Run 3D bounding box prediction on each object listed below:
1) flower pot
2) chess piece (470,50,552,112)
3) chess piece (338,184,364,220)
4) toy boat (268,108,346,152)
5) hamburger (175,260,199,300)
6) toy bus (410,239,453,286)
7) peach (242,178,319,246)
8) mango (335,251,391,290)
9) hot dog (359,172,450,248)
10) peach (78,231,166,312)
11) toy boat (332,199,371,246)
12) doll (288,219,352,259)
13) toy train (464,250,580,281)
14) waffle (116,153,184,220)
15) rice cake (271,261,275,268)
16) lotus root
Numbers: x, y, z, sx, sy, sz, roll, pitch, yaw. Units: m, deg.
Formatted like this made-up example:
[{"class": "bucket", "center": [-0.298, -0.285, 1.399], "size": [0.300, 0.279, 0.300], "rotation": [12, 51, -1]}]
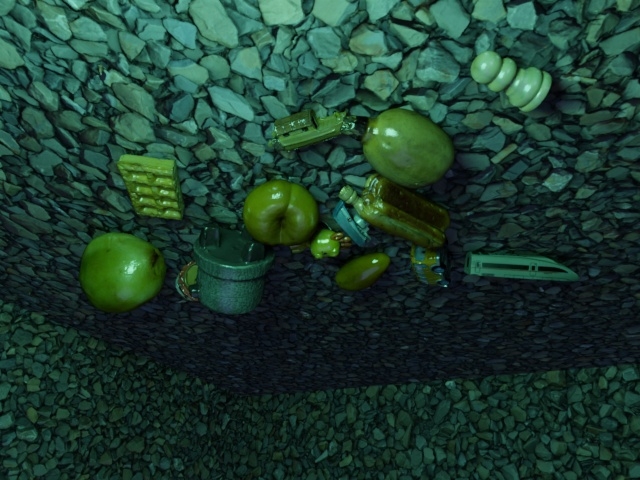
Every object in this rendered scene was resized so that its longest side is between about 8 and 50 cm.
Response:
[{"class": "flower pot", "center": [-0.318, 0.070, 1.683], "size": [0.298, 0.299, 0.283], "rotation": [10, 117, -8]}, {"class": "chess piece", "center": [0.411, -0.357, 1.066], "size": [0.170, 0.094, 0.094], "rotation": [18, 146, -14]}, {"class": "chess piece", "center": [0.115, -0.119, 1.503], "size": [0.122, 0.066, 0.066], "rotation": [37, 139, -19]}, {"class": "toy boat", "center": [-0.037, -0.293, 1.250], "size": [0.225, 0.068, 0.088], "rotation": [-10, 137, 24]}, {"class": "hamburger", "center": [-0.519, 0.172, 1.984], "size": [0.175, 0.176, 0.136], "rotation": [28, 148, -33]}, {"class": "toy bus", "center": [0.397, 0.076, 1.738], "size": [0.136, 0.126, 0.209], "rotation": [0, 149, 25]}, {"class": "peach", "center": [-0.122, -0.084, 1.521], "size": [0.250, 0.153, 0.251], "rotation": [0, 146, 0]}, {"class": "mango", "center": [0.169, 0.118, 1.848], "size": [0.138, 0.113, 0.253], "rotation": [33, 132, -31]}, {"class": "hot dog", "center": [0.256, -0.080, 1.482], "size": [0.348, 0.159, 0.117], "rotation": [21, 163, -31]}, {"class": "peach", "center": [-0.751, 0.131, 1.836], "size": [0.315, 0.282, 0.314], "rotation": [-6, 142, 2]}, {"class": "toy boat", "center": [0.117, -0.068, 1.598], "size": [0.102, 0.088, 0.215], "rotation": [-42, 135, 6]}, {"class": "doll", "center": [0.000, 0.000, 1.660], "size": [0.220, 0.136, 0.143], "rotation": [2, 158, 11]}, {"class": "toy train", "center": [0.737, 0.095, 1.748], "size": [0.406, 0.088, 0.086], "rotation": [4, -177, 1]}, {"class": "waffle", "center": [-0.529, -0.167, 1.531], "size": [0.167, 0.057, 0.274], "rotation": [7, 148, -3]}, {"class": "rice cake", "center": [-0.306, 0.083, 1.919], "size": [0.236, 0.043, 0.127], "rotation": [-8, 145, 19]}, {"class": "lotus root", "center": [0.194, -0.241, 1.209], "size": [0.309, 0.183, 0.182], "rotation": [21, 145, -22]}]
